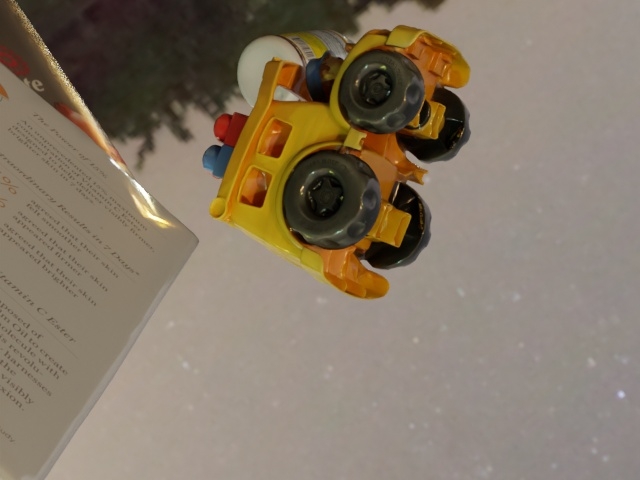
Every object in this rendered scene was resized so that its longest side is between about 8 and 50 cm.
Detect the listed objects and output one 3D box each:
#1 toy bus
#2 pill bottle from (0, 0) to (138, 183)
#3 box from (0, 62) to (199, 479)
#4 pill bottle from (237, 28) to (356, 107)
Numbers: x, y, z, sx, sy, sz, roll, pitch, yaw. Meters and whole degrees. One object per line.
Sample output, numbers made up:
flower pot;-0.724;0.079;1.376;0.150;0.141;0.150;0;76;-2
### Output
toy bus;-0.002;-0.086;1.095;0.149;0.211;0.220;21;92;-61
pill bottle;-0.307;-0.117;1.105;0.176;0.318;0.176;-34;167;-9
box;-0.227;0.038;0.690;0.168;0.215;0.345;-46;-173;18
pill bottle;-0.022;-0.260;1.966;0.117;0.117;0.215;-31;173;35
